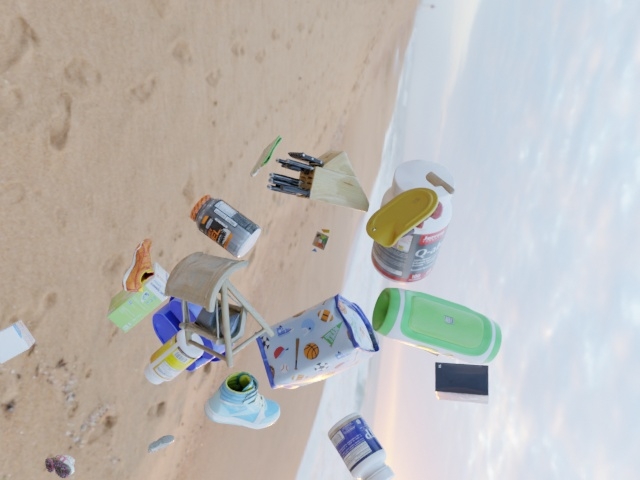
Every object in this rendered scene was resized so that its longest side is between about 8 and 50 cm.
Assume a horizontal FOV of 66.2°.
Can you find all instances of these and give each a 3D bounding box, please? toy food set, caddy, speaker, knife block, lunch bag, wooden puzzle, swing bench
[{"bbox_3d":[0.210,-0.051,1.113,0.071,0.218,0.128,57,-6,-33],"label":"toy food set"},{"bbox_3d":[-0.500,0.348,1.966,0.341,0.241,0.179,56,26,0],"label":"caddy"},{"bbox_3d":[0.282,0.208,1.195,0.131,0.297,0.131,-162,-90,-80],"label":"speaker"},{"bbox_3d":[-0.012,-0.145,1.423,0.242,0.088,0.275,-38,117,-19],"label":"knife block"},{"bbox_3d":[0.009,0.359,1.702,0.385,0.328,0.238,40,27,-61],"label":"lunch bag"},{"bbox_3d":[0.000,0.000,2.186,0.014,0.079,0.116,9,98,-58],"label":"wooden puzzle"},{"bbox_3d":[-0.299,0.179,1.375,0.165,0.253,0.254,-33,115,-35],"label":"swing bench"}]

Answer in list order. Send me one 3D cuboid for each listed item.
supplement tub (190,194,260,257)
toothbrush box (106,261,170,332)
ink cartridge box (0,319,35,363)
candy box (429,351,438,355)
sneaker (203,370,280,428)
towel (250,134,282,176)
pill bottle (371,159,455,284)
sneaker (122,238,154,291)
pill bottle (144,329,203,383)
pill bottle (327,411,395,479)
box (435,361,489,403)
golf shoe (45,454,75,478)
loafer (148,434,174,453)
[{"bbox_3d":[-0.283,-0.045,1.455,0.117,0.190,0.117,-54,174,-8],"label":"supplement tub"},{"bbox_3d":[-0.840,0.262,2.298,0.122,0.283,0.206,52,-2,-24],"label":"toothbrush box"},{"bbox_3d":[-1.003,0.324,1.597,0.092,0.090,0.143,63,-19,-11],"label":"ink cartridge box"},{"bbox_3d":[0.363,0.283,1.545,0.027,0.105,0.205,-54,169,-44],"label":"candy box"},{"bbox_3d":[-0.252,0.594,1.847,0.208,0.319,0.127,-56,-141,21],"label":"sneaker"},{"bbox_3d":[-0.168,-0.258,1.529,0.113,0.023,0.152,-63,-162,-17],"label":"towel"},{"bbox_3d":[0.277,-0.050,1.491,0.362,0.210,0.210,94,7,-48],"label":"pill bottle"},{"bbox_3d":[-0.470,0.069,1.308,0.064,0.068,0.175,108,-11,-49],"label":"sneaker"},{"bbox_3d":[-0.524,0.418,1.746,0.117,0.215,0.117,45,16,-17],"label":"pill bottle"},{"bbox_3d":[0.112,0.573,1.326,0.186,0.112,0.112,52,-18,31],"label":"pill bottle"},{"bbox_3d":[0.436,0.439,1.512,0.158,0.156,0.093,58,35,-58],"label":"box"},{"bbox_3d":[-0.986,0.858,1.894,0.086,0.186,0.067,-10,93,-49],"label":"golf shoe"},{"bbox_3d":[-0.702,0.896,2.161,0.125,0.045,0.039,-6,125,-52],"label":"loafer"}]
